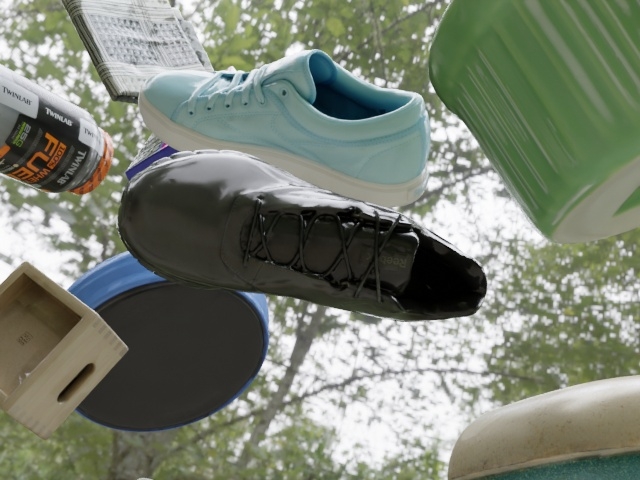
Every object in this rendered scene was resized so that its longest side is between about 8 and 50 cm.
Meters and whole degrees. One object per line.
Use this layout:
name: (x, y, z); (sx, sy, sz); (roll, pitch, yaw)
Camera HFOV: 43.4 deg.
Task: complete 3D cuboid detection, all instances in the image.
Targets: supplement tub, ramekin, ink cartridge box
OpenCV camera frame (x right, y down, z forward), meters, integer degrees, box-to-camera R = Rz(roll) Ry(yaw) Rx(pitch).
supplement tub: (-0.351, -0.129, 0.969); (0.116, 0.117, 0.190); (-11, -23, 33)
ramekin: (0.240, -0.122, 0.542); (0.303, 0.148, 0.303); (-22, -18, -8)
ink cartridge box: (-0.255, -0.193, 1.512); (0.175, 0.371, 0.069); (-26, -61, 24)

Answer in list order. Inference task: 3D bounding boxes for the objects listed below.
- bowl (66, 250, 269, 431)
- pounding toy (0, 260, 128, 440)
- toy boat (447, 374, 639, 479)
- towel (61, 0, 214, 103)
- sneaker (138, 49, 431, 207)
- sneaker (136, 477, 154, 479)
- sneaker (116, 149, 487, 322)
bowl: (-0.272, 0.183, 1.395); (0.390, 0.077, 0.391); (-12, -50, -15)
pounding toy: (-0.276, 0.114, 0.750); (0.130, 0.141, 0.100); (29, -22, 29)
toy boat: (0.283, 0.211, 0.670); (0.318, 0.148, 0.267); (18, -32, -34)
towel: (-0.376, -0.427, 1.767); (0.324, 0.312, 0.056); (-7, -28, -49)
sneaker: (-0.043, -0.163, 0.917); (0.365, 0.135, 0.150); (15, -48, 13)
sneaker: (-0.169, 0.384, 0.996); (0.131, 0.148, 0.350); (23, -24, -21)
sneaker: (0.000, 0.000, 0.580); (0.286, 0.109, 0.130); (10, 0, -29)
